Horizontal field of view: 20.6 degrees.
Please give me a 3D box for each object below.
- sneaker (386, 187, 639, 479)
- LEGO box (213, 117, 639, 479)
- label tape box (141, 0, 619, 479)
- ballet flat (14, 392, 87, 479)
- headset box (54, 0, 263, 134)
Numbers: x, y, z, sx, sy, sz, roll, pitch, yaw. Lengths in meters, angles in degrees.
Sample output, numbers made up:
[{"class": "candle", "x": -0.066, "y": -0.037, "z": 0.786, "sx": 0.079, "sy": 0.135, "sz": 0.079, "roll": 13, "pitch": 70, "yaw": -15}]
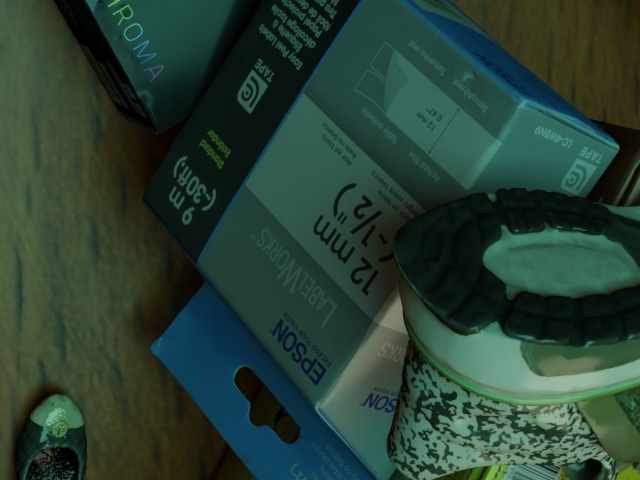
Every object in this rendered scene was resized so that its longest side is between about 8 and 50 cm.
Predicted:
[{"class": "sneaker", "x": 0.208, "y": 0.075, "z": 1.058, "sx": 0.410, "sy": 0.158, "sz": 0.182, "roll": 4, "pitch": 131, "yaw": -23}, {"class": "LEGO box", "x": 0.107, "y": 0.154, "z": 1.284, "sx": 0.193, "sy": 0.372, "sz": 0.500, "roll": 27, "pitch": 91, "yaw": -23}, {"class": "label tape box", "x": 0.000, "y": 0.000, "z": 1.179, "sx": 0.115, "sy": 0.249, "sz": 0.347, "roll": 20, "pitch": 110, "yaw": -46}, {"class": "ballet flat", "x": -0.208, "y": 0.203, "z": 1.350, "sx": 0.057, "sy": 0.049, "sz": 0.173, "roll": 6, "pitch": 99, "yaw": -22}, {"class": "headset box", "x": -0.071, "y": -0.256, "z": 1.265, "sx": 0.283, "sy": 0.131, "sz": 0.246, "roll": -32, "pitch": 111, "yaw": -12}]
